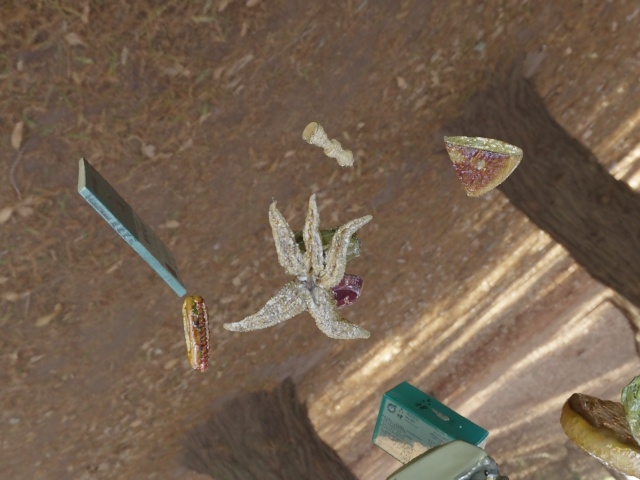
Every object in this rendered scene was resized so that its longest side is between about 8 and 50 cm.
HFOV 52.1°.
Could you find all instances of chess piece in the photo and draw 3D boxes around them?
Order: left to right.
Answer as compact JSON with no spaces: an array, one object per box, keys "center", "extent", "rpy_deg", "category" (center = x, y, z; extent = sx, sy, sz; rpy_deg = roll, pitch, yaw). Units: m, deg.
[{"center":[0.029,-0.245,1.731],"extent":[0.060,0.060,0.172],"rpy_deg":[-45,129,15],"category":"chess piece"}]

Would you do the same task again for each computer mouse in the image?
[{"center":[0.151,0.530,1.124],"extent":[0.145,0.228,0.429],"rpy_deg":[22,115,-45],"category":"computer mouse"}]

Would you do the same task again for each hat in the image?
[{"center":[0.023,0.138,1.897],"extent":[0.205,0.089,0.205],"rpy_deg":[-13,152,-7],"category":"hat"}]

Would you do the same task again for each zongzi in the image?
[{"center":[0.000,0.000,2.274],"extent":[0.251,0.274,0.125],"rpy_deg":[-16,120,-7],"category":"zongzi"}]

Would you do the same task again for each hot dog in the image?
[{"center":[-0.225,0.171,1.209],"extent":[0.038,0.144,0.062],"rpy_deg":[-5,-178,18],"category":"hot dog"}]

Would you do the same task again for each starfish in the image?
[{"center":[-0.035,0.046,1.317],"extent":[0.084,0.301,0.293],"rpy_deg":[-91,-174,-80],"category":"starfish"}]

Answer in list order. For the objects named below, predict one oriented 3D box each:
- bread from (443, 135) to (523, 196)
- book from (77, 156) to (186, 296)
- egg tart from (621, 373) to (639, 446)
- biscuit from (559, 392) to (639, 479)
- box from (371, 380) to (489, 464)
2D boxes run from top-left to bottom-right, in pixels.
[{"center":[0.322,-0.156,1.257],"extent":[0.154,0.136,0.054],"rpy_deg":[50,47,-35],"category":"bread"},{"center":[-0.490,-0.037,1.696],"extent":[0.031,0.264,0.379],"rpy_deg":[-38,121,-2],"category":"book"},{"center":[0.619,0.317,1.151],"extent":[0.197,0.197,0.078],"rpy_deg":[-32,154,-19],"category":"egg tart"},{"center":[0.605,0.406,1.367],"extent":[0.274,0.213,0.091],"rpy_deg":[-22,132,-72],"category":"biscuit"},{"center":[0.252,0.461,1.532],"extent":[0.092,0.245,0.153],"rpy_deg":[-16,125,-46],"category":"box"}]
